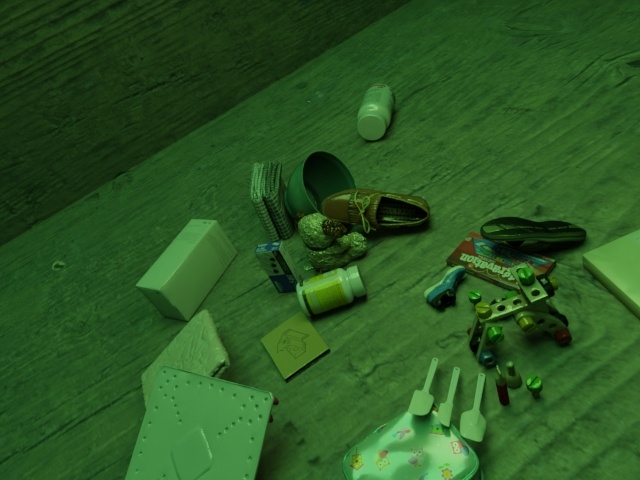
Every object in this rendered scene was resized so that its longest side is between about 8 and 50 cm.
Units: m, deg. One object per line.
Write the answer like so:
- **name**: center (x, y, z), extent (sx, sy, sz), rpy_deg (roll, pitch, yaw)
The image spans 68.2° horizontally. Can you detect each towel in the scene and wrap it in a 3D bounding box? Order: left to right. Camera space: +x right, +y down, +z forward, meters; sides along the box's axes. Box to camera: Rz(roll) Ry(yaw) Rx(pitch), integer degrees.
- **towel**: center (-0.425, 0.405, 1.469), extent (0.317, 0.053, 0.332), rpy_deg (-48, 31, -2)
- **towel**: center (-0.188, -0.171, 1.947), extent (0.121, 0.235, 0.284), rpy_deg (-14, 41, 10)

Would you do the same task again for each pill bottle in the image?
- **pill bottle**: center (0.037, 0.160, 1.530), extent (0.208, 0.119, 0.119), rpy_deg (-20, 38, 8)
- **pill bottle**: center (0.264, -0.614, 2.261), extent (0.160, 0.160, 0.283), rpy_deg (-6, 42, 24)

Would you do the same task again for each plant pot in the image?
- **plant pot**: center (-0.019, -0.178, 1.854), extent (0.196, 0.293, 0.293), rpy_deg (-24, 30, 45)

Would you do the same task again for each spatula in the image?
- **spatula**: center (0.314, 0.366, 1.120), extent (0.168, 0.019, 0.242), rpy_deg (14, 22, 20)

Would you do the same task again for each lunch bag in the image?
- **lunch bag**: center (0.200, 0.514, 1.039), extent (0.279, 0.108, 0.224), rpy_deg (-32, 40, -8)

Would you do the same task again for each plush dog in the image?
- **plush dog**: center (0.000, 0.000, 1.648), extent (0.262, 0.226, 0.211), rpy_deg (12, 51, 38)

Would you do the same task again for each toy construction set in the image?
- **toy construction set**: center (0.463, 0.202, 1.144), extent (0.257, 0.237, 0.309), rpy_deg (-1, 44, 28)

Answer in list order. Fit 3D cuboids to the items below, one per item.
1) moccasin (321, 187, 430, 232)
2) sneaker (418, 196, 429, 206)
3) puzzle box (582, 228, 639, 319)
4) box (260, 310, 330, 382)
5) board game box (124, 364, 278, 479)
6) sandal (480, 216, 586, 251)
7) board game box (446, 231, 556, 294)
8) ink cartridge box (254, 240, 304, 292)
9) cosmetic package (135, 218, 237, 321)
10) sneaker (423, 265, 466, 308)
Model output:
- **moccasin**: center (0.190, -0.102, 1.658), extent (0.379, 0.139, 0.147), rpy_deg (9, 14, 3)
- **sneaker**: center (0.329, -0.128, 1.754), extent (0.144, 0.053, 0.059), rpy_deg (-9, 39, 10)
- **puzzle box**: center (0.941, 0.051, 1.200), extent (0.408, 0.052, 0.272), rpy_deg (-24, 38, 3)
- **box**: center (-0.082, 0.328, 1.483), extent (0.164, 0.021, 0.201), rpy_deg (-34, 39, -9)
- **board game box**: center (-0.315, 0.551, 1.205), extent (0.389, 0.050, 0.391), rpy_deg (3, 71, 29)
- **sandal**: center (0.626, -0.006, 1.392), extent (0.302, 0.087, 0.120), rpy_deg (3, 28, 0)
- **board game box**: center (0.538, 0.066, 1.430), extent (0.145, 0.027, 0.281), rpy_deg (-44, 41, -20)
- **ink cartridge box**: center (-0.139, 0.095, 1.632), extent (0.097, 0.207, 0.046), rpy_deg (-8, 41, 22)
- **cosmetic package**: center (-0.508, 0.107, 1.839), extent (0.155, 0.197, 0.366), rpy_deg (5, 46, 34)
- **sneaker**: center (0.388, 0.143, 1.398), extent (0.152, 0.058, 0.084), rpy_deg (-36, 33, -5)
